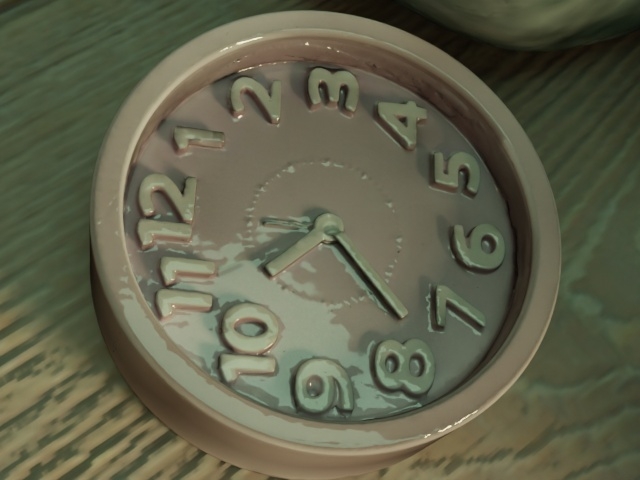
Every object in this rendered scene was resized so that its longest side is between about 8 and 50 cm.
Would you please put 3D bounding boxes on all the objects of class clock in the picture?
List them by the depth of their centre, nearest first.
[{"bbox_3d":[0.000,0.000,0.406,0.197,0.068,0.196,4,68,-11],"label":"clock"}]

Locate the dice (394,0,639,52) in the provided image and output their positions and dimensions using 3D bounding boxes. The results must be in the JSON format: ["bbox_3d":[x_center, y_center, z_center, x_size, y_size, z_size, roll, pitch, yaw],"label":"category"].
[{"bbox_3d":[0.141,-0.311,0.404,0.330,0.328,0.348,-23,78,-29],"label":"dice"}]
